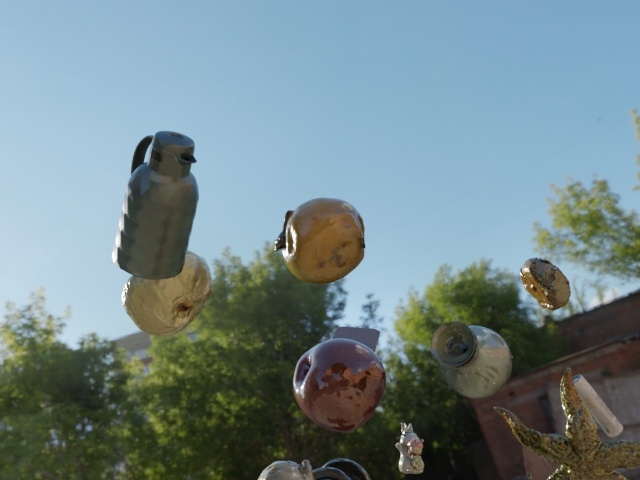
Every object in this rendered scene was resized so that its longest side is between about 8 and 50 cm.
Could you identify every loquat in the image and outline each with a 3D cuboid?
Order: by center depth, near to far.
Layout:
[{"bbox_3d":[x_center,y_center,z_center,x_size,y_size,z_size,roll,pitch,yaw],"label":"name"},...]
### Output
[{"bbox_3d":[0.000,0.000,1.659,0.244,0.244,0.244,-15,-22,-6],"label":"loquat"}]

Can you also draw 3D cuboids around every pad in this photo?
[{"bbox_3d":[0.565,0.534,1.506,0.006,0.113,0.188,-20,12,-42],"label":"pad"},{"bbox_3d":[0.121,0.392,2.371,0.176,0.002,0.266,3,23,14],"label":"pad"}]

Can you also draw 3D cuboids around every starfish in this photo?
[{"bbox_3d":[0.541,0.421,1.265,0.358,0.347,0.078,-26,-5,30],"label":"starfish"}]

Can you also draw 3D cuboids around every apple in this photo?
[{"bbox_3d":[0.051,0.434,1.952,0.235,0.305,0.306,28,-40,-15],"label":"apple"}]

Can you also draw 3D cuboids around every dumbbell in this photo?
[{"bbox_3d":[0.048,0.762,1.907,0.192,0.192,0.290,-24,-14,15],"label":"dumbbell"}]

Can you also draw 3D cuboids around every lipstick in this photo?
[{"bbox_3d":[0.588,0.354,1.365,0.040,0.141,0.040,-37,-7,-5],"label":"lipstick"}]

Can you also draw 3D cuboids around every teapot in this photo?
[{"bbox_3d":[0.355,0.278,1.546,0.183,0.183,0.251,-26,-32,19],"label":"teapot"}]

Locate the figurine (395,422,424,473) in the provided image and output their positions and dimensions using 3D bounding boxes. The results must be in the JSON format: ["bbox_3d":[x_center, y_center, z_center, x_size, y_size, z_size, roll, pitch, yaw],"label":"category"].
[{"bbox_3d":[0.277,0.606,1.873,0.081,0.146,0.098,24,-30,-33],"label":"figurine"}]

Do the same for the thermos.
[{"bbox_3d":[-0.323,-0.080,1.264,0.145,0.182,0.286,-7,-57,-46],"label":"thermos"}]

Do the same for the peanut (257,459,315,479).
[{"bbox_3d":[-0.065,0.491,1.008,0.291,0.159,0.143,-66,-7,13],"label":"peanut"}]

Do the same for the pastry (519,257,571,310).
[{"bbox_3d":[0.586,0.111,1.666,0.081,0.153,0.153,-38,-23,-2],"label":"pastry"}]

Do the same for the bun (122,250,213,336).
[{"bbox_3d":[-0.335,0.124,1.457,0.220,0.134,0.220,-31,-36,-26],"label":"bun"}]
